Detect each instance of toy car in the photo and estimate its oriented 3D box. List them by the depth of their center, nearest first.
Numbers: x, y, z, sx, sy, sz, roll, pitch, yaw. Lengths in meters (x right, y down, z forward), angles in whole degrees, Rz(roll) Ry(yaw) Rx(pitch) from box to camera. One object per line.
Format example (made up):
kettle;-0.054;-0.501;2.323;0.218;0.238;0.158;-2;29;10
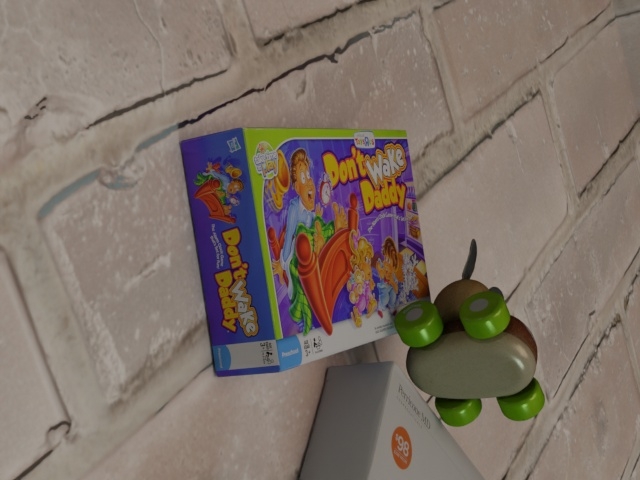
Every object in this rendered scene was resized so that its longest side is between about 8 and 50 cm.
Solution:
toy car;0.184;0.091;1.304;0.155;0.149;0.188;63;31;-30

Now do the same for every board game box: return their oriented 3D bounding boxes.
board game box;0.000;0.000;1.217;0.347;0.078;0.233;-9;91;-59

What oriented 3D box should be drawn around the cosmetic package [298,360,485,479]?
cosmetic package;0.100;0.359;1.281;0.377;0.097;0.284;53;38;-39
